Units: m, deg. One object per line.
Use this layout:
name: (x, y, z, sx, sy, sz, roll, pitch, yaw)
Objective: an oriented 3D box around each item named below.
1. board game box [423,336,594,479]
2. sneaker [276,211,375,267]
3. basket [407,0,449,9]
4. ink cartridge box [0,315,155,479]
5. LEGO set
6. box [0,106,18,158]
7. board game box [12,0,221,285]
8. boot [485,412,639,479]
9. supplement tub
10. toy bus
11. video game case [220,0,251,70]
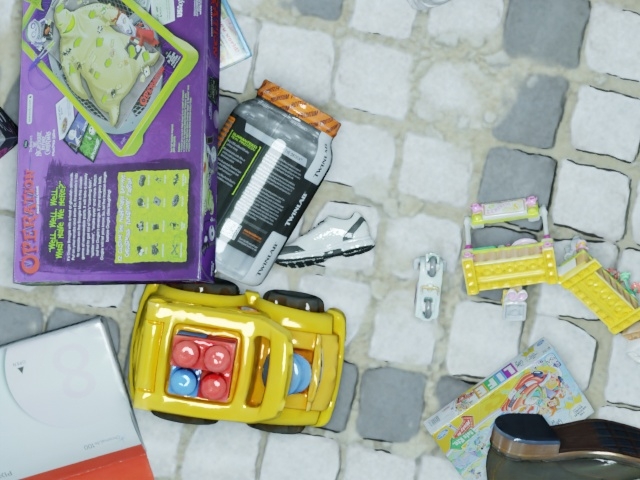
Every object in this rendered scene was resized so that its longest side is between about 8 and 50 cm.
board game box: (0.196, 0.183, 1.891, 0.154, 0.026, 0.103, -36, 123, 1)
sneaker: (0.000, 0.000, 1.897, 0.109, 0.040, 0.044, -12, 77, -4)
basket: (0.179, -0.420, 1.733, 0.266, 0.328, 0.331, -18, 93, -4)
ink cartridge box: (-0.279, 0.214, 1.890, 0.189, 0.066, 0.232, -17, 90, 1)
LEGO set: (0.240, 0.030, 1.888, 0.287, 0.107, 0.132, 10, 128, -6)
box: (-0.402, -0.101, 1.772, 0.163, 0.247, 0.142, -39, 95, 2)
board game box: (-0.202, -0.128, 1.816, 0.208, 0.056, 0.347, 0, 84, 16)
boot: (0.270, 0.245, 1.886, 0.219, 0.082, 0.106, 9, 112, -11)
supplement tub: (-0.065, -0.059, 1.848, 0.117, 0.117, 0.190, 31, 93, -3)
toy bus: (-0.083, 0.120, 1.813, 0.220, 0.211, 0.150, 9, 92, -3)
video game case: (-0.171, -0.210, 1.888, 0.166, 0.015, 0.119, -25, 93, 0)
